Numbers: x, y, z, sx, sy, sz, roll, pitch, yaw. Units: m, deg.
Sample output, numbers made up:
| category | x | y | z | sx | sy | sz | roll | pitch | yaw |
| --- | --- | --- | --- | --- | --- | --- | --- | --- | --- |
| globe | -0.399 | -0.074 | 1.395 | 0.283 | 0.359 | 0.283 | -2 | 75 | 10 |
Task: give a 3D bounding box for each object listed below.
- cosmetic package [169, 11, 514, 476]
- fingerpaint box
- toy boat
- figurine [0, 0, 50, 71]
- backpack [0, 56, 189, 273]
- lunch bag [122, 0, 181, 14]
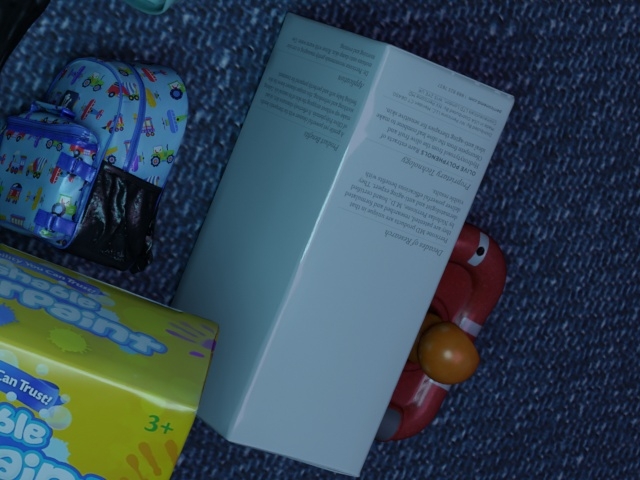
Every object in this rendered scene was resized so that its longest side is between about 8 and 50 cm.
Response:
| category | x | y | z | sx | sy | sz | roll | pitch | yaw |
| --- | --- | --- | --- | --- | --- | --- | --- | --- | --- |
| cosmetic package | 0.000 | 0.000 | 1.579 | 0.155 | 0.197 | 0.365 | 18 | 97 | -33 |
| fingerpaint box | -0.348 | 0.167 | 1.301 | 0.445 | 0.163 | 0.371 | 22 | 110 | -6 |
| toy boat | 0.100 | 0.091 | 1.686 | 0.151 | 0.151 | 0.231 | 27 | 90 | -32 |
| figurine | -0.303 | -0.156 | 1.379 | 0.215 | 0.092 | 0.209 | -1 | 110 | -64 |
| backpack | -0.191 | -0.077 | 1.473 | 0.117 | 0.158 | 0.173 | 21 | 91 | -39 |
| lunch bag | -0.088 | -0.291 | 1.405 | 0.223 | 0.262 | 0.160 | -30 | 117 | -17 |
